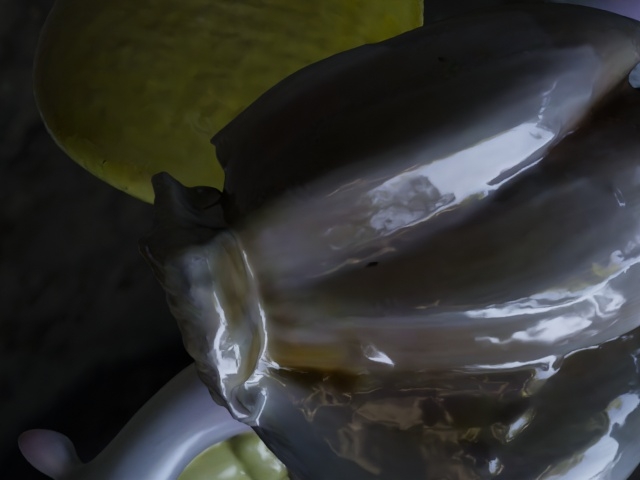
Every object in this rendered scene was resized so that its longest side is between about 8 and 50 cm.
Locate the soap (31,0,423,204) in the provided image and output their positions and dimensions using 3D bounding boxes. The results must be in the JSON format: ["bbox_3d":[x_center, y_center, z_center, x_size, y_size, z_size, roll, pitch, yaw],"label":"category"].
[{"bbox_3d":[-0.065,-0.159,1.518,0.427,0.306,0.115,-71,-175,-48],"label":"soap"}]

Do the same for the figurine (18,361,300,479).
[{"bbox_3d":[-0.106,0.241,1.463,0.316,0.206,0.284,-16,129,-6],"label":"figurine"}]

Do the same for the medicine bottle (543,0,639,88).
[{"bbox_3d":[0.346,-0.179,1.626,0.256,0.256,0.325,-43,131,-18],"label":"medicine bottle"}]

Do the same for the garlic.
[{"bbox_3d":[0.078,0.028,0.939,0.325,0.132,0.279,-11,115,-6],"label":"garlic"}]
